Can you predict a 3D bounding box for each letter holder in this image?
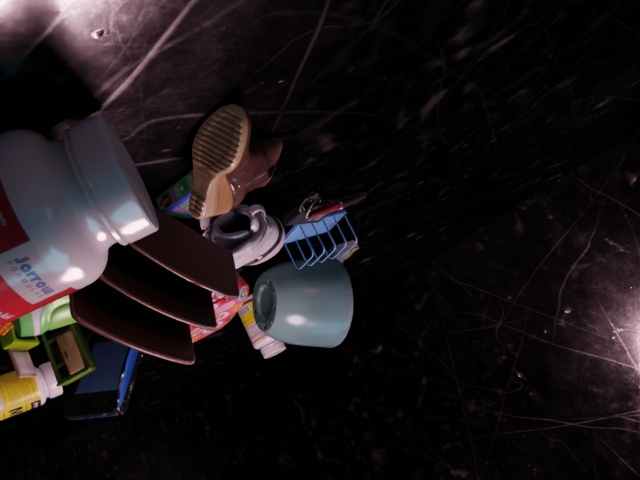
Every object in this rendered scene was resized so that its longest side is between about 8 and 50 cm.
[{"bbox_3d":[-0.299,0.083,1.255,0.152,0.214,0.302,-32,140,19],"label":"letter holder"}]

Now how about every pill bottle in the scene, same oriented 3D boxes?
[{"bbox_3d":[-0.201,0.295,2.343,0.117,0.215,0.117,-25,166,-7],"label":"pill bottle"},{"bbox_3d":[-0.436,-0.005,0.891,0.408,0.229,0.229,-26,165,-5],"label":"pill bottle"},{"bbox_3d":[-0.831,0.415,1.862,0.208,0.119,0.119,-18,163,-31],"label":"pill bottle"}]

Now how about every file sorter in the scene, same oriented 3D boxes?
[{"bbox_3d":[0.000,0.000,1.902,0.170,0.104,0.118,-16,161,-35],"label":"file sorter"}]

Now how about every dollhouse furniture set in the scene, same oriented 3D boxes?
[{"bbox_3d":[-0.548,0.206,1.569,0.302,0.151,0.197,-29,165,7],"label":"dollhouse furniture set"}]

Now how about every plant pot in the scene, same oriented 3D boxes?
[{"bbox_3d":[-0.073,0.192,2.121,0.235,0.293,0.293,3,152,-29],"label":"plant pot"}]

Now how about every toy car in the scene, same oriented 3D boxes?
[{"bbox_3d":[-0.662,0.154,1.462,0.122,0.060,0.040,-41,123,-11],"label":"toy car"}]

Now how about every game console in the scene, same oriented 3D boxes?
[{"bbox_3d":[-0.532,0.276,1.704,0.250,0.293,0.173,-9,131,13],"label":"game console"}]

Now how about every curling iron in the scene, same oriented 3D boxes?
[{"bbox_3d":[0.042,-0.100,1.739,0.274,0.035,0.068,-12,133,-52],"label":"curling iron"}]

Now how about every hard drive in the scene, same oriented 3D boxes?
[{"bbox_3d":[-0.024,-0.073,1.770,0.094,0.022,0.135,-37,162,35],"label":"hard drive"}]

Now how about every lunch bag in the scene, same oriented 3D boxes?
[{"bbox_3d":[-0.351,0.199,1.891,0.258,0.120,0.293,-26,163,-36],"label":"lunch bag"}]

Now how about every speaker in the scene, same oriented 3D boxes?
[{"bbox_3d":[-0.475,0.098,1.380,0.297,0.131,0.131,-17,162,-33],"label":"speaker"}]

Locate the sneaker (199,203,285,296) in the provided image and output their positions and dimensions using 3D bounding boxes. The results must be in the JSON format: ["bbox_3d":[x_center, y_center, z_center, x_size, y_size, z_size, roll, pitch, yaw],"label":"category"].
[{"bbox_3d":[-0.258,0.032,1.524,0.366,0.137,0.210,-31,164,-2],"label":"sneaker"}]

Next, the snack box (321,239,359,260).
[{"bbox_3d":[0.056,0.052,2.305,0.100,0.037,0.141,-16,162,-32],"label":"snack box"}]

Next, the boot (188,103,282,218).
[{"bbox_3d":[-0.137,-0.160,1.208,0.207,0.090,0.248,-37,161,-49],"label":"boot"}]

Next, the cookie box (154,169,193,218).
[{"bbox_3d":[-0.247,-0.088,1.299,0.107,0.040,0.092,-34,163,22],"label":"cookie box"}]
